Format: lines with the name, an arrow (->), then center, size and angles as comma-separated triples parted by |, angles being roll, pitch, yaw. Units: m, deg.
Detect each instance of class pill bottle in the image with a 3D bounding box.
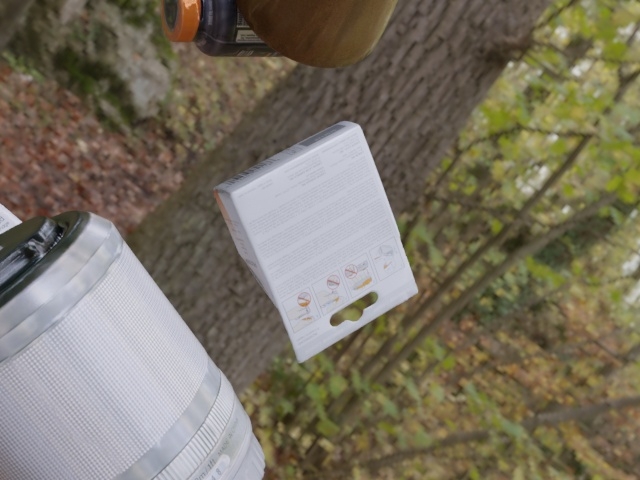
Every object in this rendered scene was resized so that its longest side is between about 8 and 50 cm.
pill bottle -> -0.107, -0.336, 1.656 | 0.246, 0.130, 0.130 | -5, 21, -27

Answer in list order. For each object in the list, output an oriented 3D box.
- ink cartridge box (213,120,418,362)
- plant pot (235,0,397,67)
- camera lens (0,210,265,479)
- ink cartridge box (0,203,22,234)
ink cartridge box -> 0.000, 0.000, 1.032 | 0.045, 0.145, 0.179 | 22, -43, 58
plant pot -> 0.031, -0.403, 1.524 | 0.237, 0.237, 0.254 | 37, -34, -3
camera lens -> -0.201, 0.130, 0.917 | 0.274, 0.219, 0.219 | 56, -7, -18
ink cartridge box -> -0.585, -0.013, 1.611 | 0.278, 0.201, 0.117 | 39, -28, 5
